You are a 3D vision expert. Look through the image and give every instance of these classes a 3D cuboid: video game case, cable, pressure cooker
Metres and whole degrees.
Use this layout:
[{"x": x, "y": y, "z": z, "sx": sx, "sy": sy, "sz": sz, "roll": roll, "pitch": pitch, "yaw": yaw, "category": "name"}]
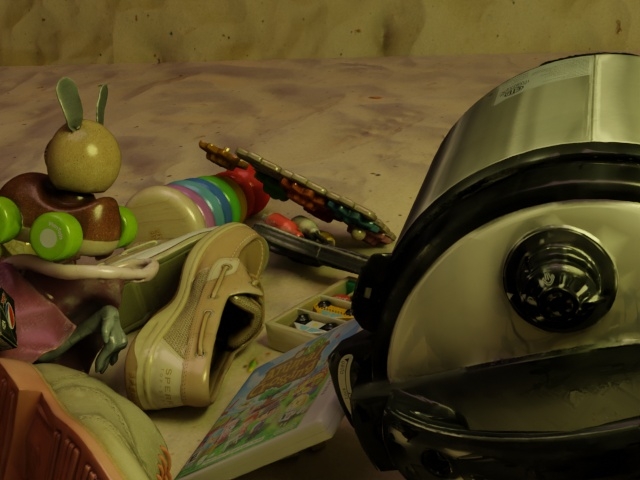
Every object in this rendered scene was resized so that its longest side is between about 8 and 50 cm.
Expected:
[{"x": -0.032, "y": 0.154, "z": 1.005, "sx": 0.212, "sy": 0.023, "sz": 0.193, "roll": -31, "pitch": 13, "yaw": 37, "category": "video game case"}, {"x": 0.000, "y": 0.000, "z": 1.439, "sx": 0.139, "sy": 0.072, "sz": 0.287, "roll": 21, "pitch": -6, "yaw": -30, "category": "cable"}, {"x": 0.227, "y": 0.061, "z": 0.866, "sx": 0.375, "sy": 0.370, "sz": 0.420, "roll": 31, "pitch": 29, "yaw": -1, "category": "pressure cooker"}]

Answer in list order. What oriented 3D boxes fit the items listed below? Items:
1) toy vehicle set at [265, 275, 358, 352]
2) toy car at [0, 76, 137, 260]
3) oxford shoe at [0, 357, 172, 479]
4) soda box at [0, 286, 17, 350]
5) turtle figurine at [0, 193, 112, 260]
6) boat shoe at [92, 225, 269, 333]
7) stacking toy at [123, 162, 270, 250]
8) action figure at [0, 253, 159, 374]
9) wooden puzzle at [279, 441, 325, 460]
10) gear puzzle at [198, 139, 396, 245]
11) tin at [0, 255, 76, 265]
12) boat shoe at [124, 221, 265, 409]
[{"x": 0.087, "y": 0.113, "z": 1.244, "sx": 0.267, "sy": 0.035, "sz": 0.166, "roll": 12, "pitch": 28, "yaw": 38, "category": "toy vehicle set"}, {"x": -0.279, "y": -0.085, "z": 1.130, "sx": 0.149, "sy": 0.188, "sz": 0.155, "roll": 13, "pitch": 9, "yaw": 15, "category": "toy car"}, {"x": -0.183, "y": 0.213, "z": 0.927, "sx": 0.146, "sy": 0.140, "sz": 0.397, "roll": 4, "pitch": 22, "yaw": -38, "category": "oxford shoe"}, {"x": -0.400, "y": 0.093, "z": 1.047, "sx": 0.169, "sy": 0.060, "sz": 0.053, "roll": -11, "pitch": -23, "yaw": -2, "category": "soda box"}, {"x": -0.404, "y": -0.014, "z": 1.427, "sx": 0.217, "sy": 0.269, "sz": 0.087, "roll": -21, "pitch": -19, "yaw": -48, "category": "turtle figurine"}, {"x": -0.218, "y": 0.041, "z": 1.394, "sx": 0.302, "sy": 0.113, "sz": 0.103, "roll": -19, "pitch": 31, "yaw": -29, "category": "boat shoe"}, {"x": -0.176, "y": -0.050, "z": 1.615, "sx": 0.141, "sy": 0.141, "sz": 0.330, "roll": 3, "pitch": 17, "yaw": 20, "category": "stacking toy"}, {"x": -0.419, "y": 0.052, "z": 1.166, "sx": 0.370, "sy": 0.276, "sz": 0.248, "roll": 34, "pitch": 10, "yaw": 16, "category": "action figure"}, {"x": -0.060, "y": 0.209, "z": 1.064, "sx": 0.116, "sy": 0.014, "sz": 0.078, "roll": -14, "pitch": 23, "yaw": -20, "category": "wooden puzzle"}, {"x": -0.053, "y": -0.075, "z": 1.545, "sx": 0.339, "sy": 0.044, "sz": 0.175, "roll": 27, "pitch": -4, "yaw": 20, "category": "gear puzzle"}, {"x": -0.433, "y": 0.057, "z": 1.468, "sx": 0.106, "sy": 0.040, "sz": 0.189, "roll": 25, "pitch": 33, "yaw": 25, "category": "tin"}, {"x": -0.119, "y": 0.091, "z": 1.248, "sx": 0.110, "sy": 0.122, "sz": 0.341, "roll": 3, "pitch": 33, "yaw": 17, "category": "boat shoe"}]
